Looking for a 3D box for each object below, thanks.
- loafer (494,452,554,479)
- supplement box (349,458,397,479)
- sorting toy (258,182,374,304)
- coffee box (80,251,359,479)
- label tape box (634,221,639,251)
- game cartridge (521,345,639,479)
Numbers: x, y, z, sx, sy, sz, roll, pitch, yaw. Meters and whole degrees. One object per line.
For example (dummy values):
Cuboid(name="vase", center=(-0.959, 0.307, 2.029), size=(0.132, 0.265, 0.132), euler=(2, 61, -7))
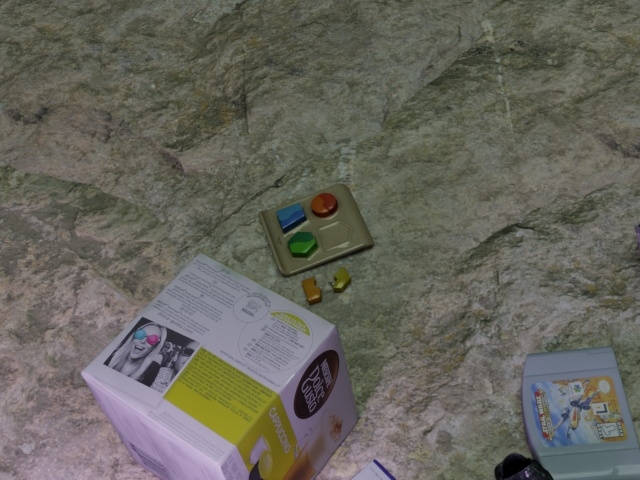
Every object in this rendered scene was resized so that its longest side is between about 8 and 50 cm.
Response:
Cuboid(name="loafer", center=(0.353, 0.409, 1.710), size=(0.076, 0.223, 0.078), euler=(-34, 89, -8))
Cuboid(name="supplement box", center=(0.101, 0.496, 1.673), size=(0.114, 0.220, 0.111), euler=(-37, 53, -18))
Cuboid(name="sorting toy", center=(0.000, 0.000, 2.229), size=(0.229, 0.041, 0.307), euler=(-18, 49, -5))
Cuboid(name="coffee box", center=(-0.169, 0.294, 1.817), size=(0.338, 0.337, 0.334), euler=(26, 59, 29))
Cuboid(name="label tape box", center=(0.794, 0.015, 1.902), size=(0.241, 0.105, 0.333), euler=(-13, 10, 2))
Cuboid(name="game cartridge", center=(0.488, 0.337, 1.845), size=(0.198, 0.062, 0.297), euler=(-4, 50, 2))
